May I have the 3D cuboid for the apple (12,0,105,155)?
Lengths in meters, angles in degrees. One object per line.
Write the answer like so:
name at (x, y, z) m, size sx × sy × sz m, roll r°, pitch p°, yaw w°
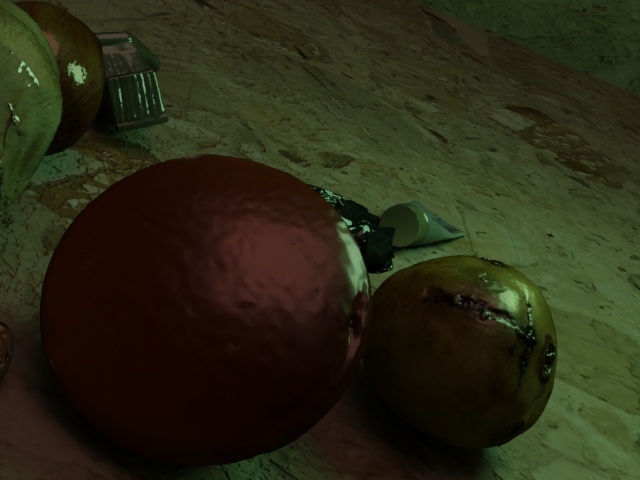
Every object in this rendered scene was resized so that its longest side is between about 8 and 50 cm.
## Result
apple at (-0.407, -0.227, 1.631) m, size 0.211 × 0.211 × 0.188 m, roll 16°, pitch 36°, yaw -20°

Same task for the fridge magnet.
fridge magnet at (-0.124, 0.072, 1.274) m, size 0.363 × 0.155 × 0.364 m, roll 0°, pitch 64°, yaw -1°

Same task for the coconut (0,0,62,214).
coconut at (-0.460, -0.167, 1.394) m, size 0.297 × 0.297 × 0.255 m, roll 19°, pitch 26°, yaw -13°

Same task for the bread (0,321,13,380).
bread at (-0.378, 0.114, 1.219) m, size 0.106 × 0.053 × 0.072 m, roll 11°, pitch 53°, yaw -23°

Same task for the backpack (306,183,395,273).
backpack at (0.000, 0.000, 1.648) m, size 0.206 × 0.133 × 0.258 m, roll 5°, pitch -4°, yaw 45°

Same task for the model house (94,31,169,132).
model house at (-0.340, -0.242, 1.829) m, size 0.229 × 0.122 × 0.188 m, roll -6°, pitch 51°, yaw -25°

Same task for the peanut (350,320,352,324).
peanut at (-0.039, 0.084, 1.526) m, size 0.214 × 0.090 × 0.099 m, roll 26°, pitch 32°, yaw 0°

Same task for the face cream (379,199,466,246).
face cream at (0.171, -0.029, 1.970) m, size 0.114 × 0.070 × 0.224 m, roll 35°, pitch 15°, yaw 17°

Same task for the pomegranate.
pomegranate at (0.181, 0.139, 1.471) m, size 0.260 × 0.260 × 0.260 m, roll 21°, pitch 27°, yaw -11°
